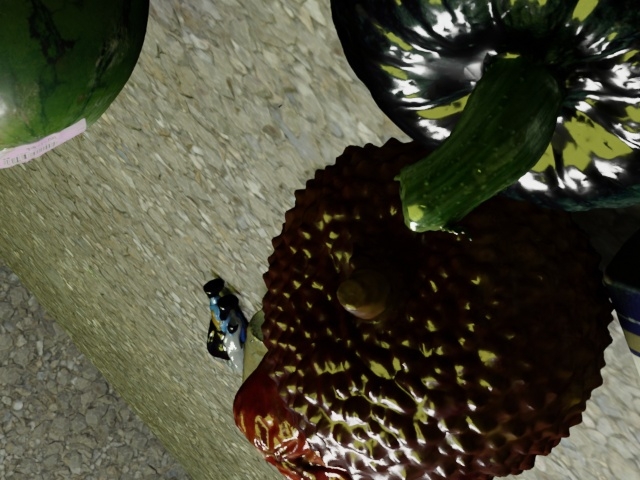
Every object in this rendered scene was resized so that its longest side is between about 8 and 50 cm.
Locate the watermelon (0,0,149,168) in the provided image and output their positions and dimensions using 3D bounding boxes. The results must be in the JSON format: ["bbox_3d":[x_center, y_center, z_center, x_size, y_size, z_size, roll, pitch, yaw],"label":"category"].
[{"bbox_3d":[-0.329,-0.246,1.067,0.363,0.363,0.363,40,159,19],"label":"watermelon"}]

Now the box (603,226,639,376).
[{"bbox_3d":[0.309,0.113,0.827,0.168,0.071,0.259,23,148,48],"label":"box"}]

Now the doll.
[{"bbox_3d":[-0.144,0.140,1.788,0.096,0.070,0.195,52,159,36],"label":"doll"}]

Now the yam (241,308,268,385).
[{"bbox_3d":[-0.076,0.188,1.725,0.083,0.083,0.371,42,156,14],"label":"yam"}]

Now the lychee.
[{"bbox_3d":[0.089,0.055,0.895,0.275,0.276,0.304,36,-175,27],"label":"lychee"}]

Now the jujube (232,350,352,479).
[{"bbox_3d":[0.017,0.217,1.436,0.232,0.213,0.213,41,160,2],"label":"jujube"}]

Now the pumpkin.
[{"bbox_3d":[0.109,-0.100,0.572,0.248,0.248,0.248,40,159,19],"label":"pumpkin"}]
